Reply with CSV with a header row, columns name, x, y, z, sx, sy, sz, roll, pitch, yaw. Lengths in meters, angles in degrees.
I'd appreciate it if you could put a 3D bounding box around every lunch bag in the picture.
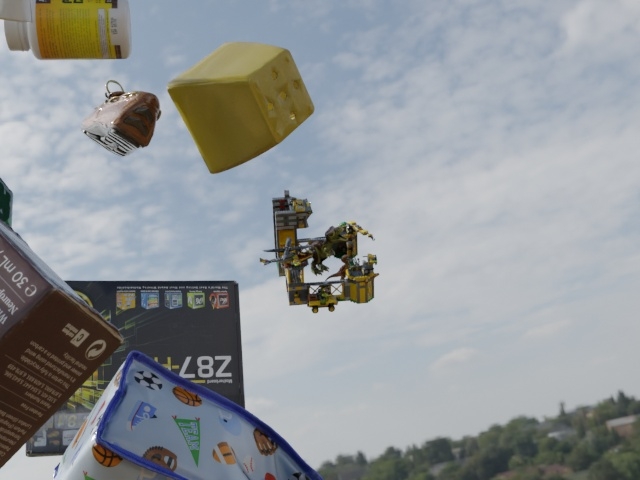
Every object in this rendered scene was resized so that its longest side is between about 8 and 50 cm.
name,x,y,z,sx,sy,sz,roll,pitch,yaw
lunch bag,-0.220,0.420,1.314,0.385,0.239,0.328,30,-58,-14

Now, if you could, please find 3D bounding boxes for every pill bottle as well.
name,x,y,z,sx,sy,sz,roll,pitch,yaw
pill bottle,-0.456,-0.387,1.507,0.215,0.117,0.117,-3,-17,-9

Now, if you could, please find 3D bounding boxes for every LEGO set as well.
name,x,y,z,sx,sy,sz,roll,pitch,yaw
LEGO set,0.000,0.000,1.875,0.255,0.192,0.331,-1,26,1

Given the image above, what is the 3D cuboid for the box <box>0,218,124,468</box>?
name,x,y,z,sx,sy,sz,roll,pitch,yaw
box,-0.393,0.153,0.753,0.381,0.191,0.143,-48,-30,-11

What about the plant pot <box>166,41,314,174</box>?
name,x,y,z,sx,sy,sz,roll,pitch,yaw
plant pot,-0.141,-0.281,1.683,0.187,0.212,0.212,-2,33,40

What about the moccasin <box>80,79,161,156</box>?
name,x,y,z,sx,sy,sz,roll,pitch,yaw
moccasin,-0.465,-0.288,1.939,0.139,0.147,0.380,33,-13,-20

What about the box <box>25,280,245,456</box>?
name,x,y,z,sx,sy,sz,roll,pitch,yaw
box,-0.346,0.235,1.564,0.395,0.318,0.097,2,-18,-18

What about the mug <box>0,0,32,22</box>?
name,x,y,z,sx,sy,sz,roll,pitch,yaw
mug,-0.464,-0.358,1.224,0.078,0.064,0.062,-2,14,-37

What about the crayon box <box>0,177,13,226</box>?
name,x,y,z,sx,sy,sz,roll,pitch,yaw
crayon box,-0.497,0.050,1.032,0.202,0.318,0.081,-21,-46,3
